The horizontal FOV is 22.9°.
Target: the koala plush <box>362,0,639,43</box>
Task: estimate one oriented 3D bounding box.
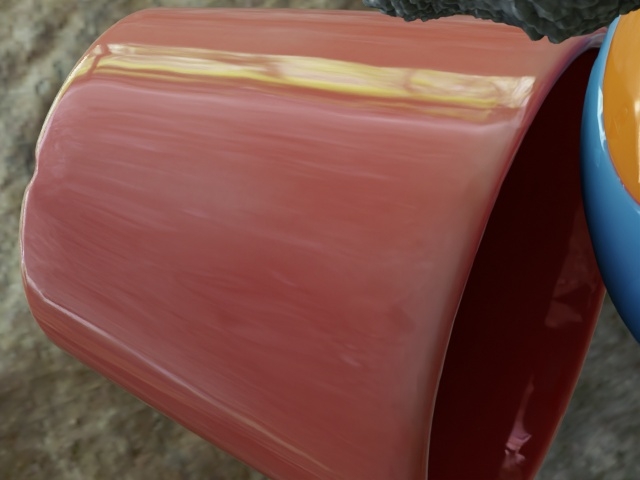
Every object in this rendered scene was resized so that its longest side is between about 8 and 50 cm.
[{"bbox_3d":[0.033,-0.186,0.421,0.196,0.203,0.221,-22,-54,16],"label":"koala plush"}]

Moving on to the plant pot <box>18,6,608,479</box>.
[{"bbox_3d":[0.000,0.000,0.804,0.243,0.275,0.275,17,-74,22],"label":"plant pot"}]

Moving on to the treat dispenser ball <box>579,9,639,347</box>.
[{"bbox_3d":[0.254,-0.035,0.665,0.288,0.288,0.288,5,-79,29],"label":"treat dispenser ball"}]
